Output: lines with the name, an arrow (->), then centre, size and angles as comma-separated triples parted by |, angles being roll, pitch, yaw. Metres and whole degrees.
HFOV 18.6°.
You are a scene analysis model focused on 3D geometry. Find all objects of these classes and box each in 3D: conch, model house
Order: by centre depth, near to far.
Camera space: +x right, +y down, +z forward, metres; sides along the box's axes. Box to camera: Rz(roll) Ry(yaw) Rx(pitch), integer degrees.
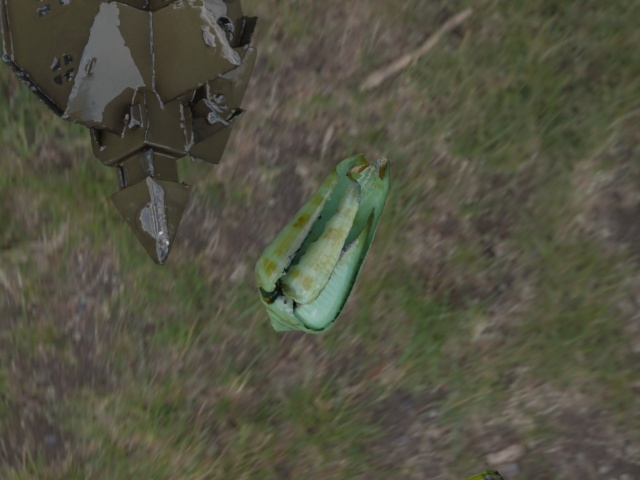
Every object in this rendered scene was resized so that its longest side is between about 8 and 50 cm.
model house -> -0.124, -0.103, 1.527 | 0.181, 0.176, 0.248 | 12, 62, -49
conch -> 0.000, 0.000, 1.604 | 0.079, 0.106, 0.170 | 29, 94, 15

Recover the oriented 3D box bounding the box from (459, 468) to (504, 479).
box -> -0.026, 0.224, 1.054 | 0.279, 0.153, 0.041 | -14, 41, -22
